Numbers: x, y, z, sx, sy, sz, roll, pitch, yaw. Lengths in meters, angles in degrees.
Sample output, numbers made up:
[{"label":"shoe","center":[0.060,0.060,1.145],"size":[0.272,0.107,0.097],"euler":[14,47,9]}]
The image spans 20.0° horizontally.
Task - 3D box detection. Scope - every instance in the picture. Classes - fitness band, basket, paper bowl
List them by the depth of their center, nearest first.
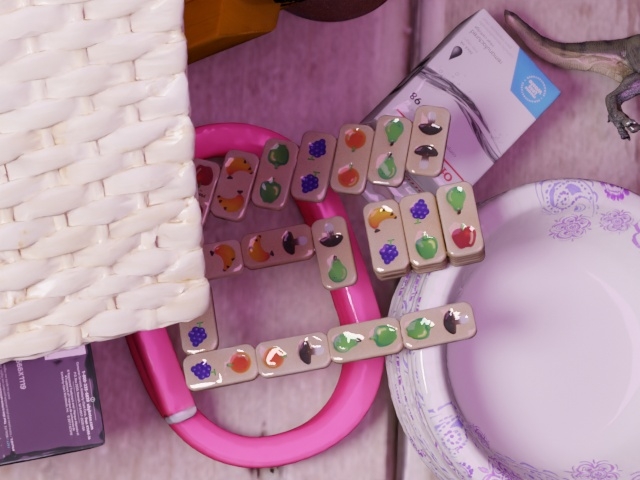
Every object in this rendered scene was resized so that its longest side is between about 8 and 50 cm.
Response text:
[{"label":"basket","center":[-0.257,-0.096,1.250],"size":[0.331,0.266,0.328],"euler":[-12,118,-16]},{"label":"fitness band","center":[-0.061,0.045,1.511],"size":[0.209,0.054,0.291],"euler":[-19,90,-17]},{"label":"paper bowl","center":[0.192,0.095,1.528],"size":[0.284,0.148,0.284],"euler":[2,84,-15]}]

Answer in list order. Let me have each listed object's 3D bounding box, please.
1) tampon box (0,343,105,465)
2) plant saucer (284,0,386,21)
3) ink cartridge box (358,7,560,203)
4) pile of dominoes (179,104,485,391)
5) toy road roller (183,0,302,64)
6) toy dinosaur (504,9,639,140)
[{"label":"tampon box","center":[-0.235,0.108,1.398],"size":[0.101,0.161,0.120],"euler":[-9,88,-17]},{"label":"plant saucer","center":[0.007,-0.275,1.577],"size":[0.168,0.029,0.169],"euler":[1,85,-15]},{"label":"ink cartridge box","center":[0.108,-0.099,1.570],"size":[0.104,0.060,0.180],"euler":[46,75,-7]},{"label":"pile of dominoes","center":[0.000,0.000,1.432],"size":[0.251,0.040,0.196],"euler":[-11,74,4]},{"label":"toy road roller","center":[-0.054,-0.266,1.472],"size":[0.240,0.329,0.203],"euler":[-15,88,-58]},{"label":"toy dinosaur","center":[0.294,-0.144,1.629],"size":[0.268,0.064,0.118],"euler":[0,70,-15]}]
